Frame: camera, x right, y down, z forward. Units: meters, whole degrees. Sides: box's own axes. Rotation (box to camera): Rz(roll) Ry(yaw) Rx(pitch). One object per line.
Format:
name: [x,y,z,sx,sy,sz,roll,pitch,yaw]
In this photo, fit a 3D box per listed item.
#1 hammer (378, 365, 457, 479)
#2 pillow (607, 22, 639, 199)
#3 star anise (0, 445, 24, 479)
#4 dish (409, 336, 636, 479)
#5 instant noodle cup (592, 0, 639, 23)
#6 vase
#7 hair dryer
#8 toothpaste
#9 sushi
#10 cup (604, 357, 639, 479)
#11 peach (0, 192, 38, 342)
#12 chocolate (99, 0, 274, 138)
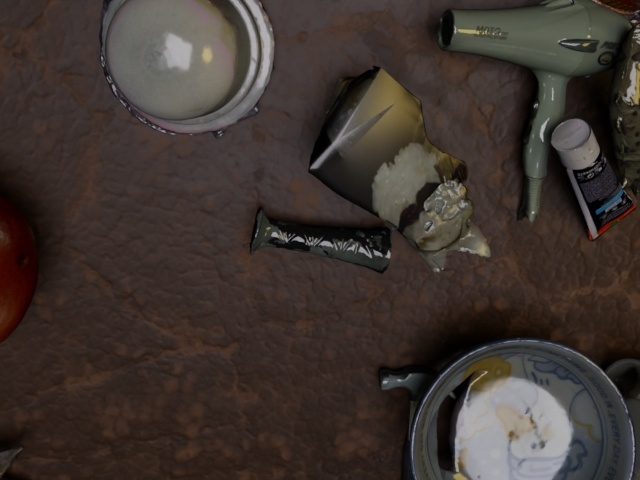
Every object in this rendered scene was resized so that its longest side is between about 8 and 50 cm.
hammer: [0.130,0.286,0.990,0.103,0.029,0.246,-2,108,-3]
pillow: [0.363,-0.129,0.829,0.093,0.051,0.241,-49,135,-25]
star anise: [-0.486,0.296,0.917,0.230,0.081,0.262,-20,110,13]
dish: [0.243,0.250,0.932,0.274,0.134,0.273,0,92,-1]
instant noodle cup: [0.374,-0.320,0.732,0.193,0.212,0.193,-1,107,-4]
vase: [0.000,0.000,0.878,0.167,0.059,0.059,9,106,-7]
hair dryer: [0.214,-0.162,0.824,0.229,0.092,0.267,16,108,-23]
toothpaste: [0.326,-0.067,0.867,0.071,0.045,0.193,-40,134,8]
sushi: [0.099,-0.077,0.851,0.273,0.109,0.134,37,97,-28]
cup: [0.480,0.266,0.952,0.226,0.185,0.241,4,140,-11]
peach: [-0.431,0.019,0.777,0.244,0.199,0.243,-2,100,-12]
chocolate: [-0.148,-0.206,0.761,0.222,0.147,0.221,-1,103,-3]
